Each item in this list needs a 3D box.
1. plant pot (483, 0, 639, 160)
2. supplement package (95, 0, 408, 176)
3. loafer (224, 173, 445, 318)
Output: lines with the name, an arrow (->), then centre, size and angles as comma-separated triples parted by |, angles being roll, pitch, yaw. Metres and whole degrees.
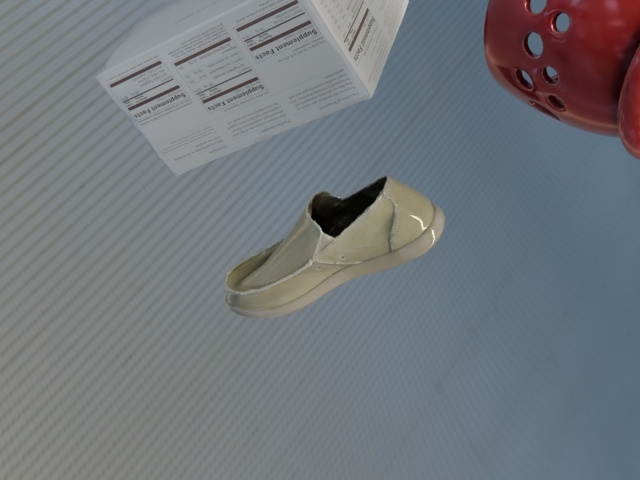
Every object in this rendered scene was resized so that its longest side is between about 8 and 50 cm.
plant pot -> 0.258, -0.172, 0.835 | 0.191, 0.174, 0.191 | -23, 133, -27
supplement package -> -0.067, -0.216, 1.087 | 0.145, 0.262, 0.204 | 54, 35, -28
loafer -> 0.000, 0.000, 1.097 | 0.092, 0.269, 0.102 | 56, 24, -24
